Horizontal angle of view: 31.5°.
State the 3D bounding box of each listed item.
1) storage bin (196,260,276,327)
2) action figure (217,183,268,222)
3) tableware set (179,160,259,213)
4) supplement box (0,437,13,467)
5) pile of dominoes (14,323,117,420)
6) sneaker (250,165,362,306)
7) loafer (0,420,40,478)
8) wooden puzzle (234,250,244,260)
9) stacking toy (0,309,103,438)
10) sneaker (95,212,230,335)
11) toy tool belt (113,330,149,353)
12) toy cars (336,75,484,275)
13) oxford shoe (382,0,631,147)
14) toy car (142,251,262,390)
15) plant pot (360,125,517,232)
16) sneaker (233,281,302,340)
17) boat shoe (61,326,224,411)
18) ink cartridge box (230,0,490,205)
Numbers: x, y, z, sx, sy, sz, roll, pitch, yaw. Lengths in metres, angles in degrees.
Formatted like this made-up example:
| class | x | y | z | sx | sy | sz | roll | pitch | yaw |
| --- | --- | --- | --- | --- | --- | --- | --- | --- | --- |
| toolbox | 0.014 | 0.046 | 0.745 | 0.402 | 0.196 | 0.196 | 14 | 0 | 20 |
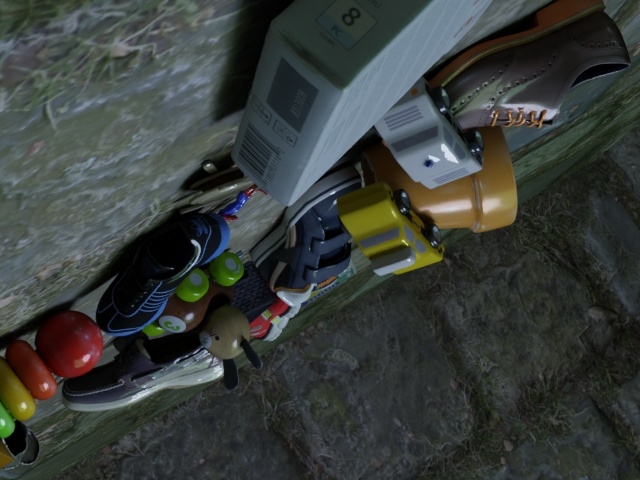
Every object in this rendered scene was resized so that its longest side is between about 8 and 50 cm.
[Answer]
| class | x | y | z | sx | sy | sz | roll | pitch | yaw |
| --- | --- | --- | --- | --- | --- | --- | --- | --- | --- |
| storage bin | -0.175 | 0.124 | 2.014 | 0.122 | 0.084 | 0.180 | -25 | 170 | -40 |
| action figure | -0.122 | -0.036 | 1.490 | 0.115 | 0.030 | 0.038 | -31 | 177 | 5 |
| tableware set | -0.072 | -0.088 | 1.344 | 0.194 | 0.039 | 0.128 | -20 | 178 | -32 |
| supplement box | -0.373 | 0.130 | 0.955 | 0.129 | 0.194 | 0.191 | -30 | 171 | -14 |
| pile of dominoes | -0.432 | 0.199 | 1.756 | 0.251 | 0.040 | 0.196 | -40 | 172 | -4 |
| sneaker | 0.000 | 0.000 | 1.810 | 0.126 | 0.127 | 0.321 | -25 | 168 | -31 |
| loafer | -0.548 | 0.367 | 2.018 | 0.087 | 0.094 | 0.251 | -29 | 172 | 3 |
| wooden puzzle | -0.148 | 0.036 | 1.869 | 0.049 | 0.006 | 0.083 | -31 | 171 | -8 |
| stacking toy | -0.429 | 0.204 | 1.472 | 0.330 | 0.141 | 0.141 | -36 | 173 | -17 |
| sneaker | -0.219 | 0.044 | 1.443 | 0.232 | 0.081 | 0.090 | -43 | 166 | 20 |
| toy tool belt | -0.309 | 0.176 | 1.938 | 0.083 | 0.051 | 0.052 | -35 | 171 | 13 |
| toy cars | 0.119 | -0.056 | 1.516 | 0.177 | 0.087 | 0.393 | 5 | 144 | -8 |
| oxford shoe | 0.254 | -0.202 | 1.534 | 0.364 | 0.132 | 0.130 | -31 | 172 | -4 |
| toy car | -0.168 | 0.141 | 1.776 | 0.149 | 0.188 | 0.155 | -24 | 168 | -45 |
| plant pot | 0.166 | -0.096 | 1.683 | 0.188 | 0.205 | 0.205 | -16 | 170 | -6 |
| sneaker | -0.104 | 0.100 | 2.100 | 0.118 | 0.107 | 0.279 | 11 | 140 | -15 |
| boat shoe | -0.290 | 0.202 | 1.871 | 0.285 | 0.092 | 0.103 | -13 | -150 | -8 |
| ink cartridge box | 0.085 | -0.228 | 1.078 | 0.385 | 0.091 | 0.308 | -47 | 176 | -19 |
